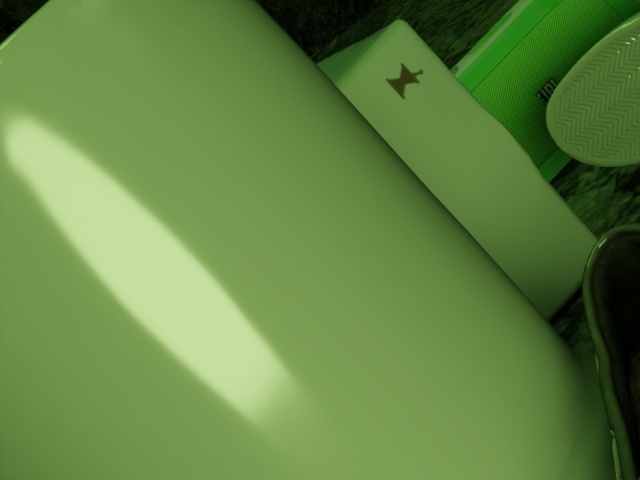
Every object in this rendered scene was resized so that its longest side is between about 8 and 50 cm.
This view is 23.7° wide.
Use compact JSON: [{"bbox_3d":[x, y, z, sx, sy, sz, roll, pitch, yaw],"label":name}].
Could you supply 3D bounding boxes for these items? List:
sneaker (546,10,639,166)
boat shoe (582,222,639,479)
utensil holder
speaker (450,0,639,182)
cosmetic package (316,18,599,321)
[{"bbox_3d":[0.308,-0.167,1.171,0.292,0.108,0.169,-35,6,19],"label":"sneaker"},{"bbox_3d":[0.173,0.081,0.695,0.112,0.095,0.335,-40,12,14],"label":"boat shoe"},{"bbox_3d":[-0.071,0.061,0.858,0.327,0.385,0.327,-41,12,11],"label":"utensil holder"},{"bbox_3d":[0.176,-0.123,1.340,0.296,0.131,0.131,-46,12,-16],"label":"speaker"},{"bbox_3d":[0.000,0.000,1.237,0.161,0.230,0.453,-47,12,-19],"label":"cosmetic package"}]
